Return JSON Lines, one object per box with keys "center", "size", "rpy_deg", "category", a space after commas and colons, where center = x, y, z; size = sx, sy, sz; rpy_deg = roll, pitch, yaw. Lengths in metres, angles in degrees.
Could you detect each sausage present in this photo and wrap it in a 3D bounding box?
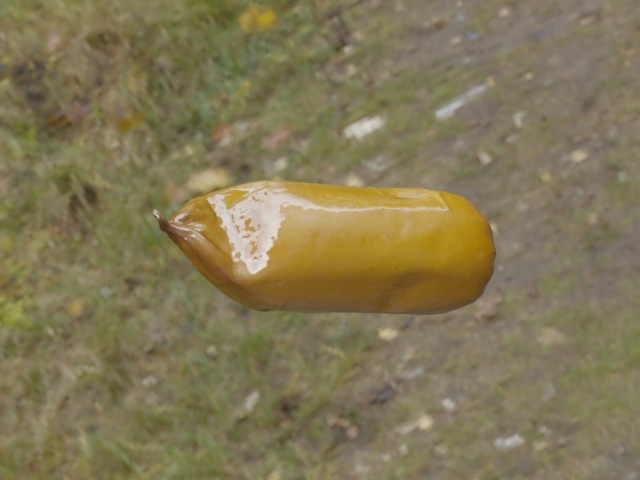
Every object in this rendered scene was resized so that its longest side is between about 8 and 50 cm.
{"center": [0.000, 0.006, 1.207], "size": [0.328, 0.112, 0.112], "rpy_deg": [3, 10, -33], "category": "sausage"}
